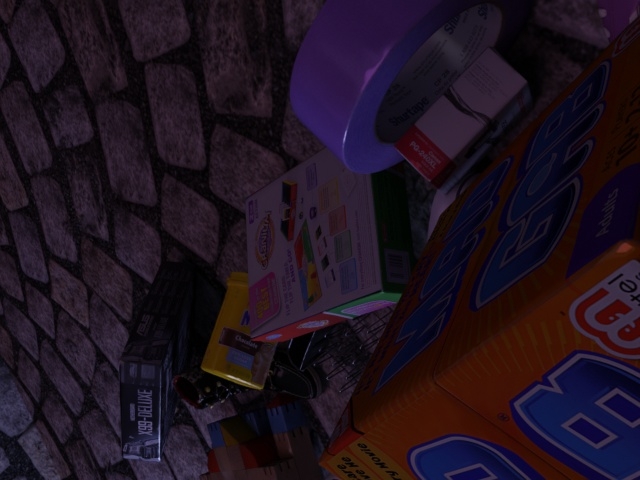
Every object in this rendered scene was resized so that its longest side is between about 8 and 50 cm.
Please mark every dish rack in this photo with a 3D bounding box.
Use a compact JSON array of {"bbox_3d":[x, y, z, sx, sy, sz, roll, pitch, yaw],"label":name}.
[{"bbox_3d":[0.080,0.188,1.180,0.271,0.074,0.208,41,135,24],"label":"dish rack"}]

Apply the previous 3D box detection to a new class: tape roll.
[{"bbox_3d":[0.099,-0.202,0.810,0.090,0.275,0.274,46,136,19],"label":"tape roll"}]

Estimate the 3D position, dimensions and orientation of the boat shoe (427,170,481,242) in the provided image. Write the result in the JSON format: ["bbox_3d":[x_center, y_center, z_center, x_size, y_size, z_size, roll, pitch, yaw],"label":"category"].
[{"bbox_3d":[0.222,0.099,0.960,0.157,0.136,0.366,16,111,37],"label":"boat shoe"}]

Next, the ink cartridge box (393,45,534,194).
[{"bbox_3d":[0.166,-0.132,0.856,0.150,0.109,0.063,-46,73,10],"label":"ink cartridge box"}]

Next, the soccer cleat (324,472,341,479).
[{"bbox_3d":[0.087,0.473,1.312,0.196,0.076,0.068,43,135,22],"label":"soccer cleat"}]

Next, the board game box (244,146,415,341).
[{"bbox_3d":[0.000,0.000,1.097,0.317,0.064,0.242,-25,62,49],"label":"board game box"}]

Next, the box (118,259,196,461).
[{"bbox_3d":[-0.304,0.223,1.438,0.077,0.307,0.242,8,123,-1],"label":"box"}]

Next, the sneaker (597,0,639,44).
[{"bbox_3d":[0.302,-0.234,0.733,0.161,0.102,0.281,29,121,42],"label":"sneaker"}]

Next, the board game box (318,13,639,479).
[{"bbox_3d":[0.284,0.087,0.623,0.356,0.356,0.356,36,137,-3],"label":"board game box"}]

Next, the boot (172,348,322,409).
[{"bbox_3d":[-0.132,0.257,1.351,0.237,0.179,0.085,19,122,39],"label":"boot"}]

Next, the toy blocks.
[{"bbox_3d":[-0.127,0.447,1.472,0.381,0.191,0.260,-27,78,49],"label":"toy blocks"}]

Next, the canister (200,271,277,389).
[{"bbox_3d":[-0.123,0.154,1.271,0.073,0.126,0.169,2,68,44],"label":"canister"}]
